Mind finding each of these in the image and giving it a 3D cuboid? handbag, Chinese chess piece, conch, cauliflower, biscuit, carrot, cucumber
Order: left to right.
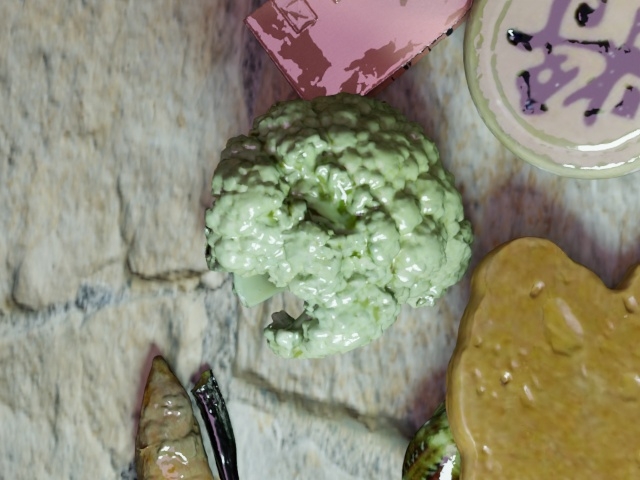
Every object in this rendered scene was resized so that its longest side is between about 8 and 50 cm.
[{"bbox_3d":[-0.155,0.256,1.543,0.101,0.102,0.263,-10,88,11],"label":"carrot"},{"bbox_3d":[-0.112,0.210,1.554,0.034,0.033,0.135,-20,92,-21],"label":"cucumber"},{"bbox_3d":[0.011,0.003,1.404,0.327,0.260,0.281,9,129,-29],"label":"cauliflower"},{"bbox_3d":[0.043,-0.243,1.478,0.212,0.059,0.157,-38,87,10],"label":"handbag"},{"bbox_3d":[0.176,0.244,1.458,0.187,0.124,0.182,-6,85,-5],"label":"conch"},{"bbox_3d":[0.270,-0.189,1.403,0.257,0.104,0.257,2,100,14],"label":"Chinese chess piece"},{"bbox_3d":[0.272,0.165,1.406,0.312,0.057,0.351,-7,82,-15],"label":"biscuit"}]
